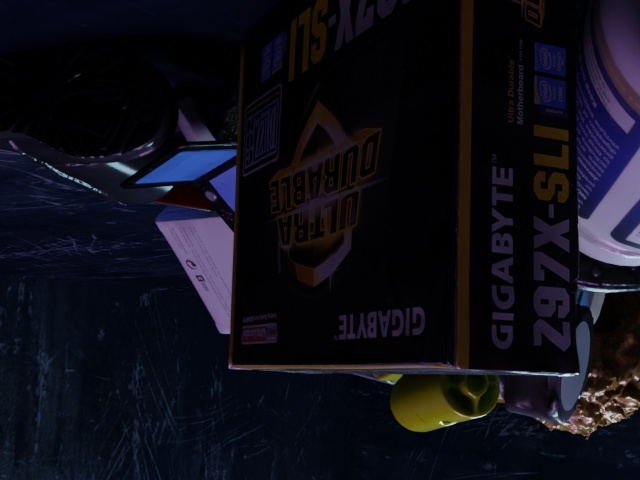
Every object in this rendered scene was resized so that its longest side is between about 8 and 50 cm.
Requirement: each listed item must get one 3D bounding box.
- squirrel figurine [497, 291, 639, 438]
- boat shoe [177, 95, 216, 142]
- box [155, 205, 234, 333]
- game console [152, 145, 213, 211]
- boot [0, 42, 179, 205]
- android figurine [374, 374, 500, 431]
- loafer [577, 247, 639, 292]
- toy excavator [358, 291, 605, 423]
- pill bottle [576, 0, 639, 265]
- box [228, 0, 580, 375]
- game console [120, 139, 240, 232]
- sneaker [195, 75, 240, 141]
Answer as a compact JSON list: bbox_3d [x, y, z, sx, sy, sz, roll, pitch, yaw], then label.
[{"bbox_3d":[0.462,0.152,1.572,0.371,0.281,0.397,-3,-156,-16],"label":"squirrel figurine"},{"bbox_3d":[-0.089,-0.095,0.979,0.070,0.077,0.219,-31,165,-2],"label":"boat shoe"},{"bbox_3d":[-0.064,0.007,1.169,0.182,0.181,0.119,-4,-145,36],"label":"box"},{"bbox_3d":[-0.208,-0.067,1.102,0.144,0.085,0.124,9,163,-36],"label":"game console"},{"bbox_3d":[-0.182,-0.094,0.880,0.247,0.094,0.207,5,171,28],"label":"boot"},{"bbox_3d":[0.074,0.003,0.672,0.056,0.248,0.273,3,164,-20],"label":"android figurine"},{"bbox_3d":[0.264,-0.008,0.759,0.223,0.076,0.078,-16,178,-18],"label":"loafer"},{"bbox_3d":[0.209,0.003,1.019,0.222,0.432,0.445,9,-141,30],"label":"toy excavator"},{"bbox_3d":[0.214,-0.078,0.585,0.153,0.153,0.264,2,163,2],"label":"pill bottle"},{"bbox_3d":[0.031,-0.046,0.610,0.079,0.257,0.322,7,171,-23],"label":"box"},{"bbox_3d":[-0.086,-0.038,0.804,0.071,0.107,0.122,-47,-165,-33],"label":"game console"},{"bbox_3d":[-0.036,-0.076,0.873,0.083,0.087,0.221,-31,152,9],"label":"sneaker"}]
